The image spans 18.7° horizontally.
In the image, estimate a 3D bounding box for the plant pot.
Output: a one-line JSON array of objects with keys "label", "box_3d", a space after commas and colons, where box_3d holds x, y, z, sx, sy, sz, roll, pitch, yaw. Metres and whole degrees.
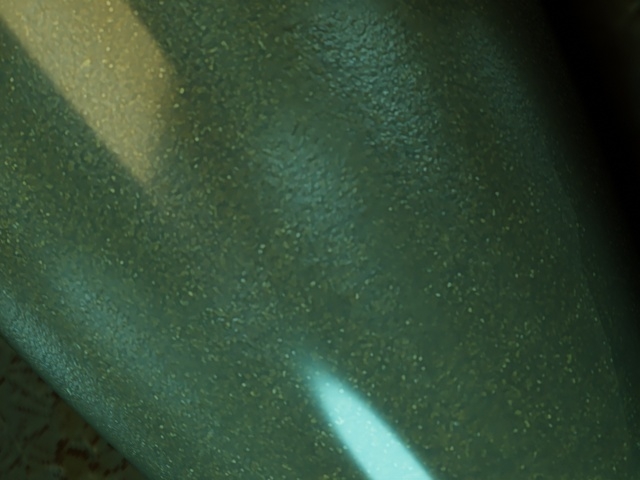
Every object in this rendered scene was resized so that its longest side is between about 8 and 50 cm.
[{"label": "plant pot", "box_3d": [0.000, 0.000, 0.572, 0.215, 0.215, 0.230, -40, 76, 29]}]
